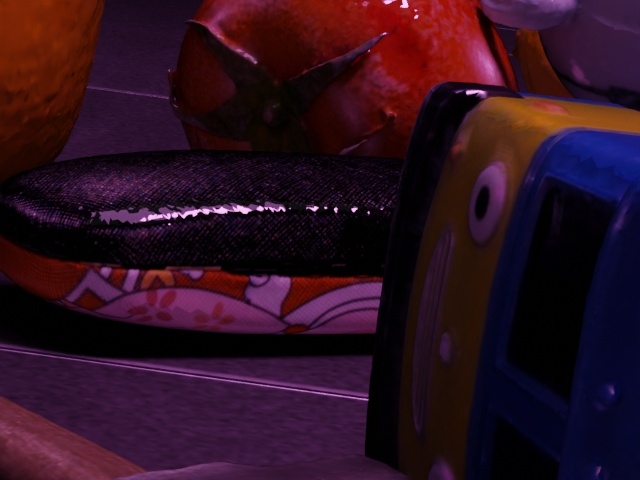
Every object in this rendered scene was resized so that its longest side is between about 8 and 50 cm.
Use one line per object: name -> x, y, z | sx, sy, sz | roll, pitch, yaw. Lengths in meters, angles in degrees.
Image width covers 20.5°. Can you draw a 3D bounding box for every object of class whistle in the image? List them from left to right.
whistle -> 0.209, -0.126, 0.861 | 0.289, 0.163, 0.163 | -7, 17, -21

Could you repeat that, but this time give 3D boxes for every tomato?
tomato -> 0.022, -0.072, 0.853 | 0.167, 0.167, 0.167 | 7, 12, -2

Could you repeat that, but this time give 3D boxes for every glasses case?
glasses case -> 0.000, 0.000, 0.715 | 0.266, 0.067, 0.103 | 2, 15, -27

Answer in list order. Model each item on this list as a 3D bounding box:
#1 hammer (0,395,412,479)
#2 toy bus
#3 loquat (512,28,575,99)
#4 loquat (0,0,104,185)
hammer -> -0.129, 0.045, 0.518 | 0.111, 0.043, 0.365 | -5, 15, -40
toy bus -> 0.170, 0.043, 0.458 | 0.287, 0.138, 0.175 | 5, 12, -15
loquat -> 0.231, -0.098, 1.057 | 0.234, 0.176, 0.187 | 12, 47, 3
loquat -> -0.212, -0.127, 0.735 | 0.276, 0.276, 0.284 | 9, 7, 7
